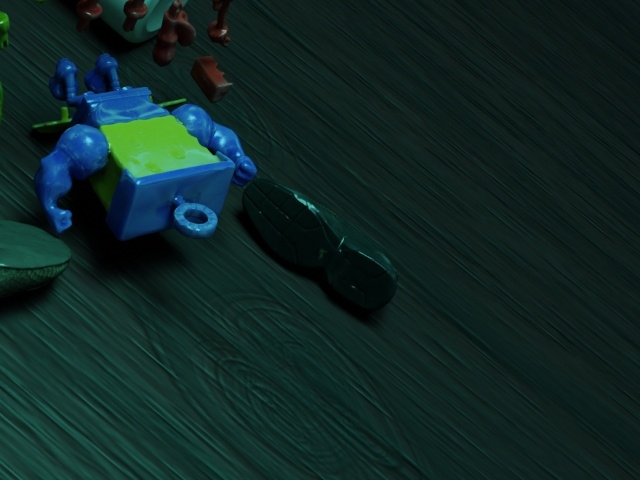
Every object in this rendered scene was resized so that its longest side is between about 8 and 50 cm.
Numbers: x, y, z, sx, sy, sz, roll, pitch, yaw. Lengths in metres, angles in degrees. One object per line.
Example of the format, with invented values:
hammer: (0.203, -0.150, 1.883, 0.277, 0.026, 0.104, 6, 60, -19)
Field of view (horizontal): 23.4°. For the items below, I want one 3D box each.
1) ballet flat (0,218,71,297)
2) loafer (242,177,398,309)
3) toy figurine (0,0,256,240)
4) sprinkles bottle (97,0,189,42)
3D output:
ballet flat: (-0.303, 0.030, 1.208, 0.084, 0.058, 0.250, 34, 29, 32)
loafer: (0.000, 0.000, 1.450, 0.170, 0.062, 0.061, 40, 18, 0)
toy figurine: (-0.166, -0.090, 1.295, 0.363, 0.191, 0.217, -13, 56, -42)
sprinkles bottle: (-0.276, -0.351, 1.535, 0.355, 0.121, 0.121, 41, 40, 7)
